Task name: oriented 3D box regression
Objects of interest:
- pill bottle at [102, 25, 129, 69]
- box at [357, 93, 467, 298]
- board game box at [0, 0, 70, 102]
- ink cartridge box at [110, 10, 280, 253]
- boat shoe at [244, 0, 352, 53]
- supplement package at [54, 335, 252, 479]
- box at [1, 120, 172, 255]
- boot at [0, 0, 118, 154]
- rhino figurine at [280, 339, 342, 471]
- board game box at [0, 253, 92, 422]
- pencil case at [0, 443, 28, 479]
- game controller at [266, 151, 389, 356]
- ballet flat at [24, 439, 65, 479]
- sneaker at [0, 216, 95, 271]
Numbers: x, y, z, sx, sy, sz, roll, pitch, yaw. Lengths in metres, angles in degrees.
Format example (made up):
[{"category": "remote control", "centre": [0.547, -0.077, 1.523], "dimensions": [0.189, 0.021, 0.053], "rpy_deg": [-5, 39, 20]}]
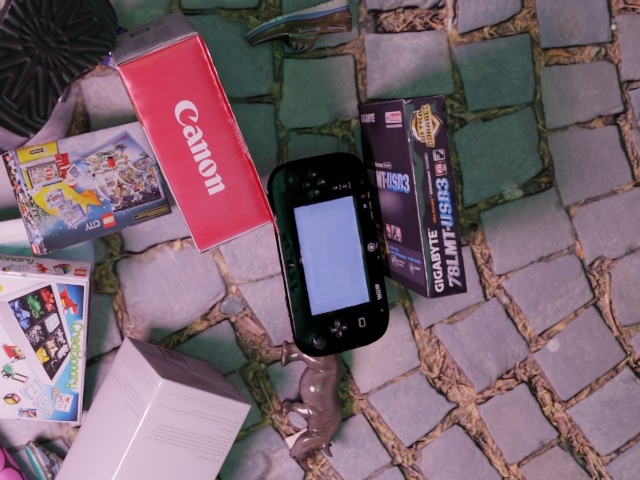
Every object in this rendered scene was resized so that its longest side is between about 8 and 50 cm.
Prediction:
[{"category": "pill bottle", "centre": [-0.302, -0.297, 1.422], "dimensions": [0.120, 0.067, 0.067], "rpy_deg": [24, 93, -11]}, {"category": "box", "centre": [0.137, -0.077, 1.409], "dimensions": [0.073, 0.295, 0.293], "rpy_deg": [-10, 100, -10]}, {"category": "board game box", "centre": [-0.500, -0.417, 1.374], "dimensions": [0.318, 0.066, 0.319], "rpy_deg": [19, 94, -12]}, {"category": "ink cartridge box", "centre": [-0.189, -0.155, 1.320], "dimensions": [0.130, 0.272, 0.309], "rpy_deg": [-24, 116, -6]}, {"category": "boat shoe", "centre": [-0.031, -0.343, 1.463], "dimensions": [0.183, 0.066, 0.066], "rpy_deg": [-20, 101, -7]}, {"category": "supplement package", "centre": [-0.276, 0.335, 1.428], "dimensions": [0.177, 0.175, 0.293], "rpy_deg": [26, 92, -36]}, {"category": "box", "centre": [-0.357, -0.085, 1.388], "dimensions": [0.233, 0.044, 0.159], "rpy_deg": [-21, 100, -41]}, {"category": "boot", "centre": [-0.522, -0.175, 1.286], "dimensions": [0.445, 0.367, 0.146], "rpy_deg": [-28, 116, 34]}, {"category": "rhino figurine", "centre": [-0.014, 0.287, 1.543], "dimensions": [0.106, 0.073, 0.243], "rpy_deg": [-1, 99, -6]}, {"category": "board game box", "centre": [-0.463, 0.159, 1.393], "dimensions": [0.193, 0.053, 0.305], "rpy_deg": [6, 124, -11]}, {"category": "pencil case", "centre": [-0.545, 0.395, 1.461], "dimensions": [0.098, 0.095, 0.209], "rpy_deg": [-29, 99, 12]}, {"category": "game controller", "centre": [0.015, 0.023, 1.424], "dimensions": [0.166, 0.067, 0.319], "rpy_deg": [-11, 100, -8]}, {"category": "ballet flat", "centre": [-0.436, 0.411, 1.500], "dimensions": [0.070, 0.070, 0.188], "rpy_deg": [-19, 102, -7]}, {"category": "sneaker", "centre": [-0.534, 0.050, 1.393], "dimensions": [0.365, 0.135, 0.150], "rpy_deg": [-11, 94, -8]}]
